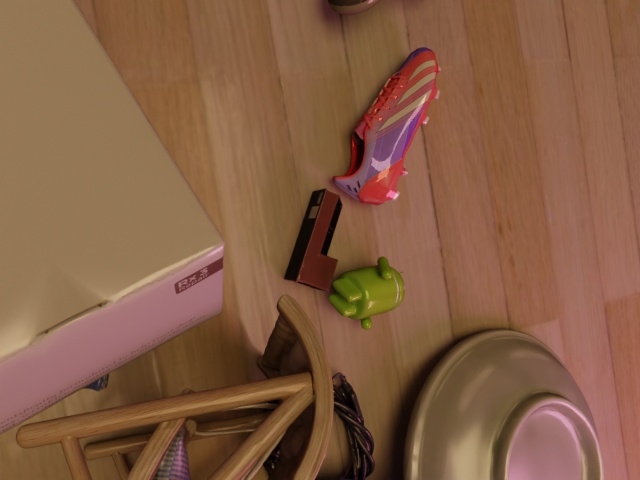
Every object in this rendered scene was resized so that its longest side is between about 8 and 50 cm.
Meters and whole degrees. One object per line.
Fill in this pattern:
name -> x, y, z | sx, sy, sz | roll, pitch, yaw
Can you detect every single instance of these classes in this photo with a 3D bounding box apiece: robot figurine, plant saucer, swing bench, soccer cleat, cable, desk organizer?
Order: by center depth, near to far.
swing bench -> -0.111, 0.211, 0.525 | 0.254, 0.253, 0.165 | -24, 71, -20
cable -> -0.004, 0.279, 0.702 | 0.150, 0.047, 0.185 | -18, 96, -22
desk organizer -> 0.000, 0.000, 0.711 | 0.050, 0.047, 0.130 | 21, 81, -23
robot figurine -> 0.068, 0.070, 0.719 | 0.115, 0.067, 0.101 | -8, 124, -38
soccer cleat -> 0.096, -0.171, 0.739 | 0.095, 0.083, 0.248 | 21, 83, -16
plant saucer -> 0.306, 0.332, 0.766 | 0.400, 0.100, 0.401 | 6, 78, -29

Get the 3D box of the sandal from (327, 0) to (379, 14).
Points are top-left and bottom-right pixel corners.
sandal -> 0.129, -0.395, 0.753 | 0.302, 0.120, 0.086 | -41, 131, -16

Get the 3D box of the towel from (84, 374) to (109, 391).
towel -> -0.356, 0.007, 0.519 | 0.335, 0.040, 0.244 | 12, 87, -7

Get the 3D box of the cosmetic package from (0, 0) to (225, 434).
cosmetic package -> -0.259, -0.070, 0.419 | 0.217, 0.156, 0.385 | -26, 73, -22

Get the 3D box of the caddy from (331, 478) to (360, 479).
caddy -> 0.049, 0.436, 0.566 | 0.241, 0.341, 0.179 | -11, 124, -16
